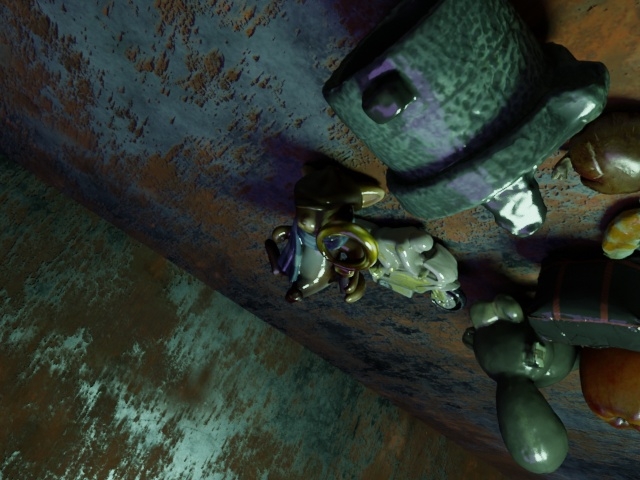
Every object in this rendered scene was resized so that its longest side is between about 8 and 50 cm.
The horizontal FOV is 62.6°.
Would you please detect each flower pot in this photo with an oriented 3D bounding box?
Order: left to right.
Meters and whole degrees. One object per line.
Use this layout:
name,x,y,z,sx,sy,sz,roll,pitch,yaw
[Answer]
flower pot,0.187,-0.167,0.658,0.283,0.299,0.299,46,150,-20

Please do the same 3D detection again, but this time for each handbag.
handbag,0.519,0.112,0.995,0.215,0.169,0.155,-1,140,42

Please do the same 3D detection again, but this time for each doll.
doll,-0.003,0.003,1.180,0.318,0.209,0.340,33,132,22
doll,0.464,0.319,1.215,0.252,0.379,0.382,-3,159,39

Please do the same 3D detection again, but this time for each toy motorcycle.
toy motorcycle,0.198,0.044,1.256,0.340,0.108,0.223,25,147,21

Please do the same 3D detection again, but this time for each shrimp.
shrimp,0.570,-0.004,0.880,0.166,0.049,0.161,13,151,11

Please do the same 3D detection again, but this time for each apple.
apple,0.679,0.291,1.124,0.234,0.234,0.234,22,155,11

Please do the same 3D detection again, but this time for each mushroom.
mushroom,0.417,-0.118,0.762,0.135,0.080,0.170,47,147,-17
